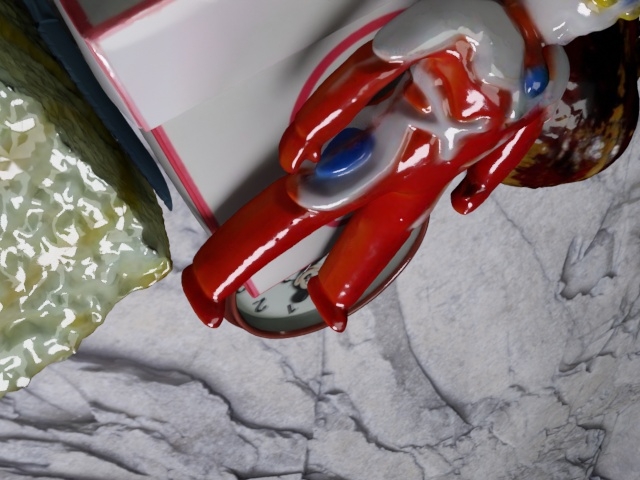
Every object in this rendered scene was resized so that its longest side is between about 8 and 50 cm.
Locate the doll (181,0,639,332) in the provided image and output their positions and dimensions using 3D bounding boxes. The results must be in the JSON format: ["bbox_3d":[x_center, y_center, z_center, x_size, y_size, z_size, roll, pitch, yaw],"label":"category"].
[{"bbox_3d":[0.073,-0.076,0.509,0.188,0.099,0.384,5,133,-45],"label":"doll"}]

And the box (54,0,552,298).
[{"bbox_3d":[-0.029,-0.200,0.624,0.312,0.314,0.300,-31,145,-6],"label":"box"}]

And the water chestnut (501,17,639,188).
[{"bbox_3d":[0.218,-0.195,0.853,0.244,0.289,0.289,-30,146,24],"label":"water chestnut"}]

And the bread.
[{"bbox_3d":[-0.312,-0.086,0.576,0.239,0.264,0.395,-36,128,4],"label":"bread"}]

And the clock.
[{"bbox_3d":[0.000,0.000,1.046,0.318,0.080,0.318,-25,145,-19],"label":"clock"}]

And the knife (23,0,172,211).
[{"bbox_3d":[-0.197,-0.153,0.608,0.019,0.044,0.313,-32,100,14],"label":"knife"}]
